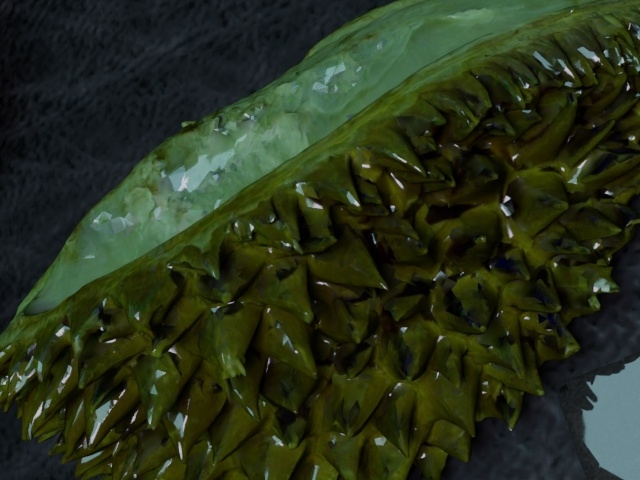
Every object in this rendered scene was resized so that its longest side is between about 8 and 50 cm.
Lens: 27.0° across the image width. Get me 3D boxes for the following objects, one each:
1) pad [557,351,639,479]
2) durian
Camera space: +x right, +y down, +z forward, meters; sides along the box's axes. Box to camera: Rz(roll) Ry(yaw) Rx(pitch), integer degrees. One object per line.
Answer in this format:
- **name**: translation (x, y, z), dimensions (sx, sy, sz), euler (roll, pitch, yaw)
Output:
- **pad**: translation (0.187, 0.129, 0.509), dimensions (0.143, 0.003, 0.211), euler (-25, 67, 23)
- **durian**: translation (0.007, 0.008, 0.607), dimensions (0.394, 0.163, 0.198), euler (-35, 24, 14)
